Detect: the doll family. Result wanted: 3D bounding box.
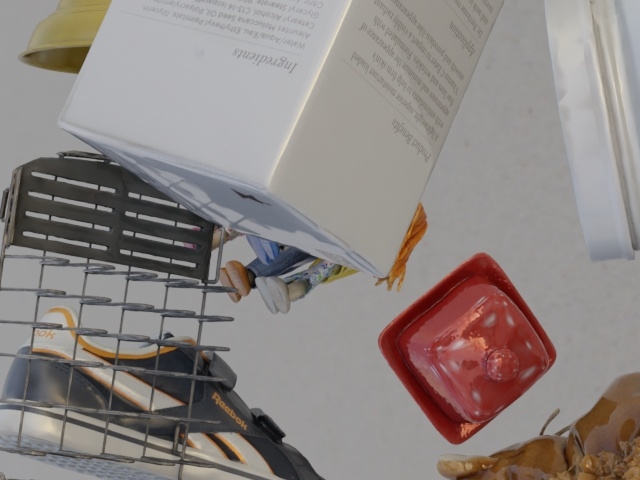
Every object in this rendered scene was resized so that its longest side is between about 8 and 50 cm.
[{"bbox_3d":[0.000,0.000,1.283,0.263,0.163,0.118,1,118,65],"label":"doll family"}]

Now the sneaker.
[{"bbox_3d":[-0.100,0.151,1.203,0.126,0.321,0.127,-25,45,54],"label":"sneaker"}]

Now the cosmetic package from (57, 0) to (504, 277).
[{"bbox_3d":[-0.017,-0.101,0.828,0.151,0.151,0.183,19,81,32],"label":"cosmetic package"}]

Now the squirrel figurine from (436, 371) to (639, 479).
[{"bbox_3d":[0.285,0.250,1.436,0.370,0.397,0.281,-19,99,27],"label":"squirrel figurine"}]

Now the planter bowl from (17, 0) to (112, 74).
[{"bbox_3d":[-0.163,-0.204,1.340,0.217,0.217,0.090,0,89,60],"label":"planter bowl"}]

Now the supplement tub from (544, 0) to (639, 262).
[{"bbox_3d":[0.341,-0.110,1.056,0.241,0.331,0.241,-10,-90,-77],"label":"supplement tub"}]

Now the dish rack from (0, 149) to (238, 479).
[{"bbox_3d":[-0.143,0.076,1.050,0.074,0.208,0.271,-1,81,45],"label":"dish rack"}]

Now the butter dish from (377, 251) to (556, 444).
[{"bbox_3d":[0.169,0.119,1.530,0.160,0.160,0.118,54,171,-14],"label":"butter dish"}]
